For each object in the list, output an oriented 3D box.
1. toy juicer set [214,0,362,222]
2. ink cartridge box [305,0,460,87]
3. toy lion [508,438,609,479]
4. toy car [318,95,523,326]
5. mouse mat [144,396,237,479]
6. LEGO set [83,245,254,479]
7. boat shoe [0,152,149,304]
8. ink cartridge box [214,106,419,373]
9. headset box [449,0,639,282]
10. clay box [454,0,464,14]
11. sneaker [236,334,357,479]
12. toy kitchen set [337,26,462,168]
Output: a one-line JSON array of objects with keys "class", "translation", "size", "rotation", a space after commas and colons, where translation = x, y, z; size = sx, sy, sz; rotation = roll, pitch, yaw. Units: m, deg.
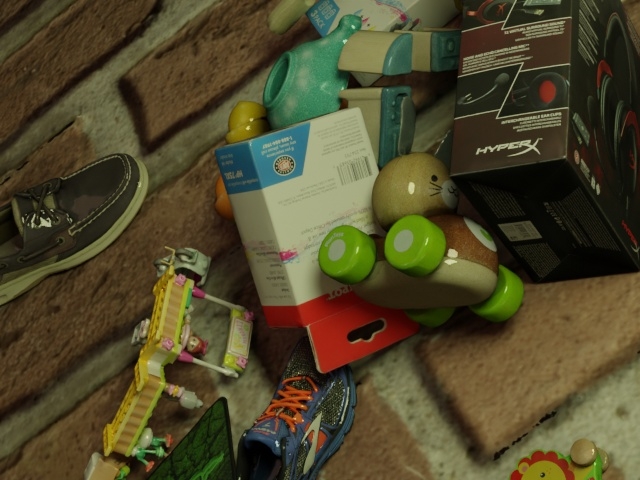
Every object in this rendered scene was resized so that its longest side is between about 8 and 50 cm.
[{"class": "toy juicer set", "translation": [-0.023, -0.157, 1.467], "size": [0.209, 0.089, 0.329], "rotation": [-2, 69, 67]}, {"class": "ink cartridge box", "translation": [0.085, -0.269, 1.501], "size": [0.181, 0.061, 0.104], "rotation": [-39, 50, 7]}, {"class": "toy lion", "translation": [0.208, 0.222, 1.154], "size": [0.096, 0.034, 0.100], "rotation": [-32, 51, 22]}, {"class": "toy car", "translation": [0.102, -0.033, 1.245], "size": [0.149, 0.155, 0.188], "rotation": [-8, 64, 40]}, {"class": "mouse mat", "translation": [-0.139, 0.258, 1.303], "size": [0.190, 0.007, 0.152], "rotation": [-50, 30, 25]}, {"class": "LEGO set", "translation": [-0.149, 0.147, 1.403], "size": [0.132, 0.107, 0.287], "rotation": [-23, 49, 65]}, {"class": "boat shoe", "translation": [-0.334, -0.018, 1.597], "size": [0.285, 0.092, 0.103], "rotation": [-31, 53, 15]}, {"class": "ink cartridge box", "translation": [0.000, 0.000, 1.303], "size": [0.134, 0.231, 0.078], "rotation": [-20, 8, -31]}, {"class": "headset box", "translation": [0.216, -0.140, 1.238], "size": [0.110, 0.218, 0.293], "rotation": [-8, 59, 27]}, {"class": "clay box", "translation": [0.188, -0.292, 1.367], "size": [0.127, 0.222, 0.053], "rotation": [-43, 73, 4]}, {"class": "sneaker", "translation": [-0.030, 0.188, 1.285], "size": [0.083, 0.087, 0.221], "rotation": [3, 65, 33]}, {"class": "toy kitchen set", "translation": [0.113, -0.113, 1.393], "size": [0.122, 0.166, 0.207], "rotation": [12, 107, 37]}]
